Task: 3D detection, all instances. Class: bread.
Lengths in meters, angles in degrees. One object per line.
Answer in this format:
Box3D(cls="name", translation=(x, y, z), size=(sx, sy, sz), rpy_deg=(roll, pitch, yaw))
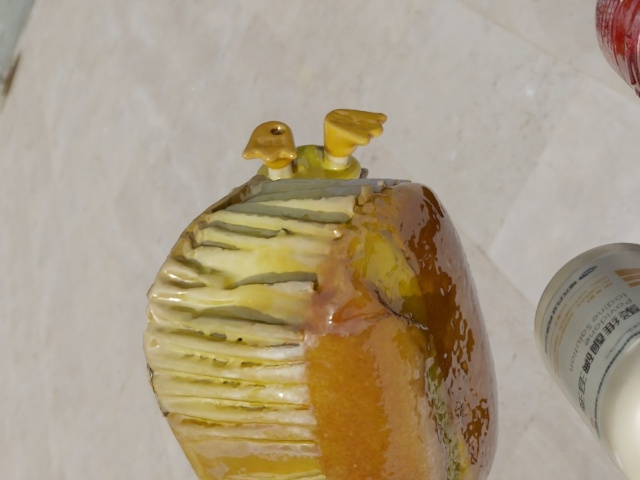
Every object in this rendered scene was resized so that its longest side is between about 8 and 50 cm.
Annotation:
Box3D(cls="bread", translation=(0.024, 0.095, 0.722), size=(0.156, 0.288, 0.204), rpy_deg=(7, 36, 35))

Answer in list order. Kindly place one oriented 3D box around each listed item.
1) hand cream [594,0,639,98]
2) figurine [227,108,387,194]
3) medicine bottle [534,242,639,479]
Box3D(cls="hand cream", translation=(0.382, -0.220, 1.110), size=(0.193, 0.193, 0.125), rpy_deg=(-61, 23, 23))
Box3D(cls="figurine", translation=(0.000, 0.000, 1.301), size=(0.187, 0.215, 0.344), rpy_deg=(-89, 0, -45))
Box3D(cls="medicine bottle", translation=(0.209, 0.089, 0.633), size=(0.252, 0.114, 0.114), rpy_deg=(-109, 42, -70))
